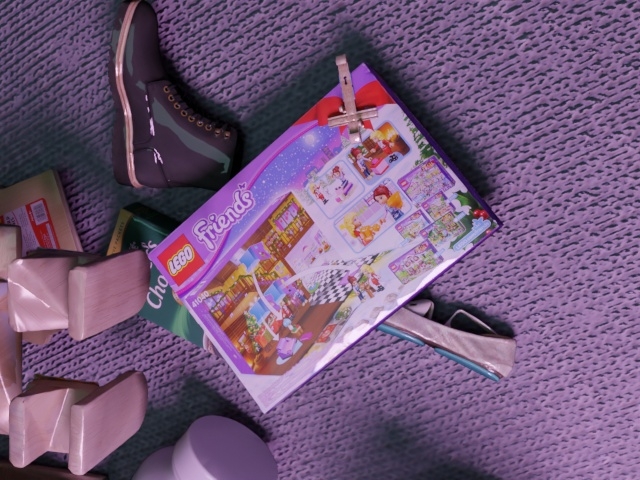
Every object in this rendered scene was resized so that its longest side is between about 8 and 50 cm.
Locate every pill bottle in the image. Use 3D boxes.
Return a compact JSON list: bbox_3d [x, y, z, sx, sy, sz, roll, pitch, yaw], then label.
[{"bbox_3d":[-0.163,0.327,0.992,0.152,0.152,0.272,37,111,6],"label":"pill bottle"}]

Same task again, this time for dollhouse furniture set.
[{"bbox_3d":[-0.362,0.171,0.970,0.362,0.256,0.394,5,99,12],"label":"dollhouse furniture set"}]

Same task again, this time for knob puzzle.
[{"bbox_3d":[-0.343,0.027,1.035,0.213,0.030,0.213,5,100,28],"label":"knob puzzle"}]

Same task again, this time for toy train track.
[{"bbox_3d":[0.025,-0.131,0.820,0.048,0.014,0.083,-11,87,17],"label":"toy train track"}]

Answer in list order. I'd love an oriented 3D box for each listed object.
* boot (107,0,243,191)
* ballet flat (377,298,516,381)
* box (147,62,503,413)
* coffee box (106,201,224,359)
[{"bbox_3d":[-0.139,-0.143,0.912,0.137,0.077,0.197,9,120,11],"label":"boot"},{"bbox_3d":[0.118,0.088,0.902,0.168,0.057,0.052,23,80,7],"label":"ballet flat"},{"bbox_3d":[0.000,0.000,0.868,0.293,0.057,0.201,-40,81,14],"label":"box"},{"bbox_3d":[-0.149,0.046,0.973,0.184,0.040,0.113,27,111,10],"label":"coffee box"}]
